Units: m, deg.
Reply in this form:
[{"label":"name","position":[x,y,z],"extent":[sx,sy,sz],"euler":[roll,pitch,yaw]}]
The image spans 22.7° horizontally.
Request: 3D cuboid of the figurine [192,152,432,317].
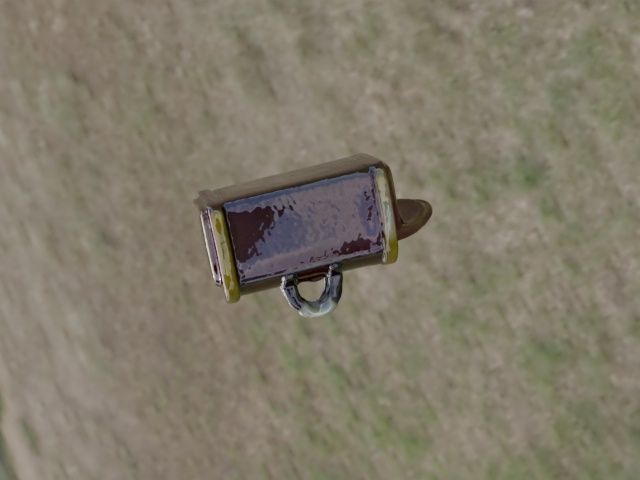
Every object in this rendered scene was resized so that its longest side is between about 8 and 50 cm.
[{"label":"figurine","position":[0.001,0.000,1.041],"extent":[0.082,0.154,0.098],"euler":[-148,47,-80]}]
